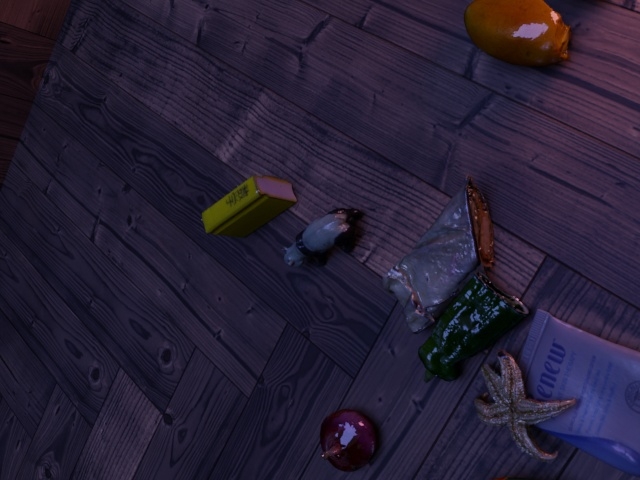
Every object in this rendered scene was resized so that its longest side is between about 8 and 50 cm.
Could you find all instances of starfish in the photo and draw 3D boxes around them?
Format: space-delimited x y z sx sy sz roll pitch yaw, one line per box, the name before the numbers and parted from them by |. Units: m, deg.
starfish | 0.396 0.330 1.405 0.216 0.071 0.238 -50 53 46

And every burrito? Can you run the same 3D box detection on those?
burrito | 0.278 0.043 1.539 0.175 0.107 0.348 43 114 15

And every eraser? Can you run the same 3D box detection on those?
eraser | -0.191 -0.089 1.864 0.226 0.158 0.069 -32 65 30

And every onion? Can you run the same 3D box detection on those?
onion | 0.046 0.473 1.642 0.150 0.140 0.150 0 89 38

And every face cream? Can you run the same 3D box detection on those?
face cream | 0.553 0.305 1.319 0.420 0.137 0.235 22 100 48

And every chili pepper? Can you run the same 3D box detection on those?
chili pepper | 0.302 0.205 1.501 0.270 0.136 0.099 -53 14 24

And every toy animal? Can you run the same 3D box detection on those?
toy animal | 0.000 0.000 1.736 0.225 0.121 0.094 -29 69 33

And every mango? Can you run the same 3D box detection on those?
mango | 0.406 -0.451 1.475 0.252 0.126 0.154 34 94 35

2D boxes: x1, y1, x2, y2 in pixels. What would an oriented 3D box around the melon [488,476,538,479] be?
melon | 0.379 0.554 1.361 0.287 0.182 0.182 -18 75 36
